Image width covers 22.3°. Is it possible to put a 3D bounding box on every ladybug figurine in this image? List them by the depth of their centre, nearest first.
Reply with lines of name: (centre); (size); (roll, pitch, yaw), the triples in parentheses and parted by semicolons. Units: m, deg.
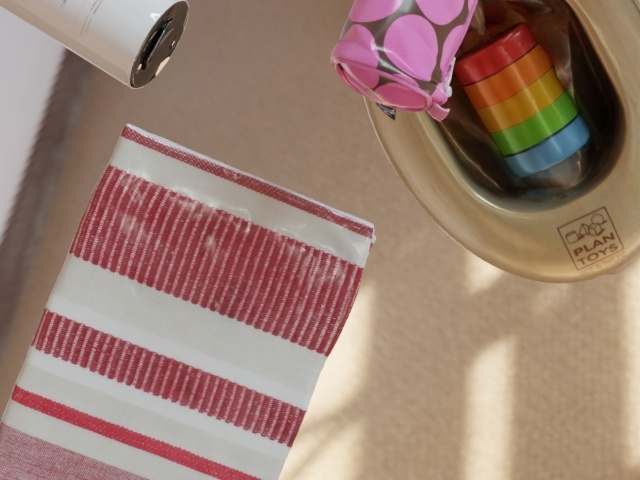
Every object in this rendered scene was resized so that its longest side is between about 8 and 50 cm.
ladybug figurine: (0.209, -0.159, 1.718); (0.305, 0.449, 0.162); (-25, 16, 9)

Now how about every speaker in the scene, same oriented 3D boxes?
speaker: (-0.138, -0.135, 0.853); (0.055, 0.136, 0.055); (-56, -10, -16)

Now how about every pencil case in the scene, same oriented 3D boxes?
pencil case: (0.087, -0.199, 1.235); (0.095, 0.098, 0.209); (106, -173, -79)

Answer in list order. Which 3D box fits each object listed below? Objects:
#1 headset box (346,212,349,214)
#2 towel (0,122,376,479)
headset box: (0.000, 0.000, 1.841); (0.062, 0.032, 0.083); (-50, 23, -21)
towel: (-0.118, 0.096, 1.356); (0.037, 0.237, 0.329); (-133, 65, -79)
